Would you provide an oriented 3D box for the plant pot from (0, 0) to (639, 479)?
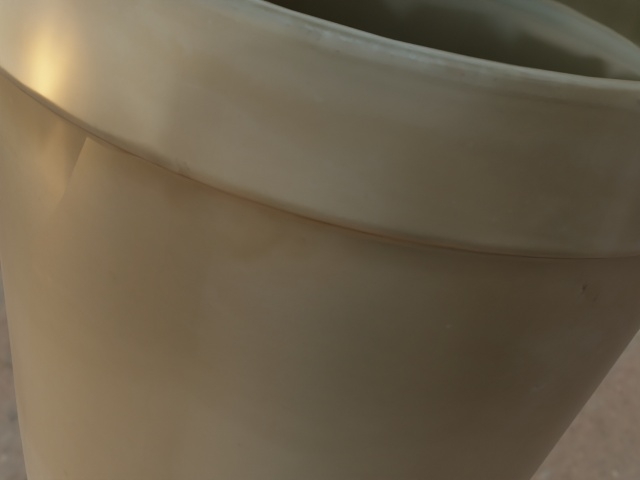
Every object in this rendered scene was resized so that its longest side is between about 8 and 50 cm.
[{"bbox_3d":[0.000,0.000,0.684,0.323,0.280,0.323,11,25,-5],"label":"plant pot"}]
